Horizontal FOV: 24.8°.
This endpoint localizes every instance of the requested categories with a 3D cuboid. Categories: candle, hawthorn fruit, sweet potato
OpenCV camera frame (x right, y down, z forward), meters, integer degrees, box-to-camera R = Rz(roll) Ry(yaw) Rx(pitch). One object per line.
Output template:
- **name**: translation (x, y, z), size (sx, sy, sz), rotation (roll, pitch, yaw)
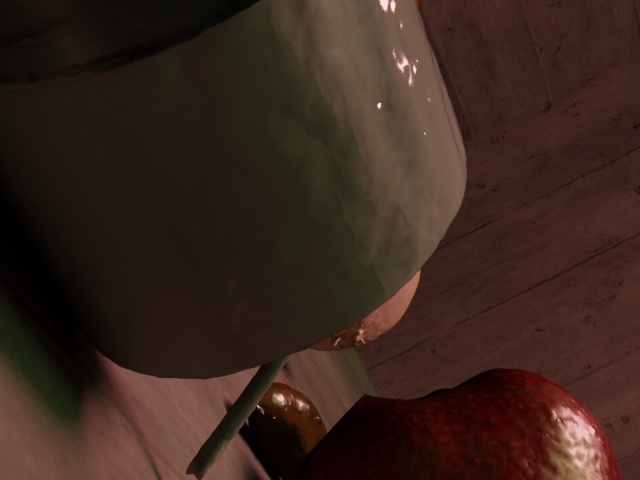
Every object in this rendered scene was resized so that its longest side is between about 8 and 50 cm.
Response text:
- **candle**: translation (-0.057, -0.075, 0.656), size (0.221, 0.221, 0.342), rotation (-115, 180, -50)
- **hawthorn fruit**: translation (0.103, 0.213, 0.966), size (0.266, 0.230, 0.210), rotation (-108, -157, -43)
- **sweet potato**: translation (-0.013, 0.166, 1.096), size (0.054, 0.053, 0.182), rotation (9, -45, 41)

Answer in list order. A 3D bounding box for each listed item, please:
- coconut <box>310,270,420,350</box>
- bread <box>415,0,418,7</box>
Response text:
- **coconut**: translation (0.000, 0.000, 1.559), size (0.224, 0.224, 0.234), rotation (64, 0, 20)
- **bread**: translation (-0.071, -0.199, 1.153), size (0.312, 0.312, 0.172), rotation (61, 17, -54)
